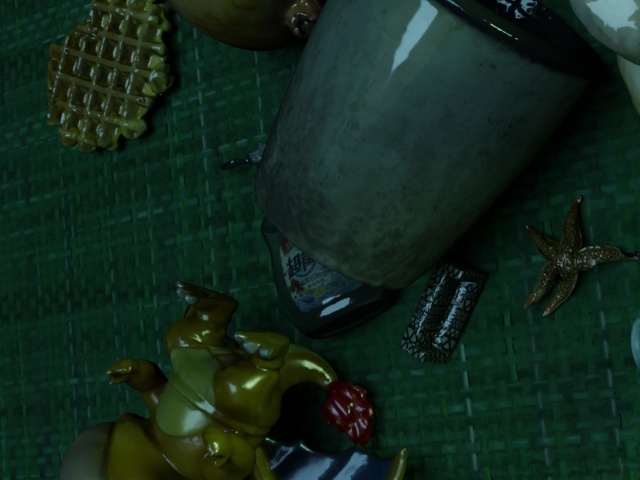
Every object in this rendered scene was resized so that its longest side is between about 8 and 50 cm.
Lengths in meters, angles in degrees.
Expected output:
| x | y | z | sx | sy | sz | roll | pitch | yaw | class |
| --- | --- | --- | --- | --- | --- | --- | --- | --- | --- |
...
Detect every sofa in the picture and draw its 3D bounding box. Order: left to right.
| x | y | z | sx | sy | sz | roll | pitch | yaw | class |
| --- | --- | --- | --- | --- | --- | --- | --- | --- | --- |
| 0.141 | 0.080 | 1.449 | 0.039 | 0.060 | 0.118 | 32 | 105 | 37 | sofa |

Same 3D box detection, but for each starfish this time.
| x | y | z | sx | sy | sz | roll | pitch | yaw | class |
| --- | --- | --- | --- | --- | --- | --- | --- | --- | --- |
| 0.276 | 0.015 | 1.369 | 0.130 | 0.041 | 0.133 | -4 | 84 | 34 | starfish |

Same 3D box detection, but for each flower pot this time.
| x | y | z | sx | sy | sz | roll | pitch | yaw | class |
| --- | --- | --- | --- | --- | --- | --- | --- | --- | --- |
| 0.091 | -0.137 | 1.369 | 0.293 | 0.294 | 0.330 | 47 | 114 | 29 | flower pot |

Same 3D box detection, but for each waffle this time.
| x | y | z | sx | sy | sz | roll | pitch | yaw | class |
| --- | --- | --- | --- | --- | --- | --- | --- | --- | --- |
| -0.308 | -0.251 | 1.809 | 0.253 | 0.056 | 0.249 | -21 | 73 | 34 | waffle |

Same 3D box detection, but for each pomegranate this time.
| x | y | z | sx | sy | sz | roll | pitch | yaw | class |
| --- | --- | --- | --- | --- | --- | --- | --- | --- | --- |
| -0.070 | -0.344 | 1.540 | 0.252 | 0.229 | 0.270 | -40 | 70 | 27 | pomegranate |

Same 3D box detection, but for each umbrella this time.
| x | y | z | sx | sy | sz | roll | pitch | yaw | class |
| --- | --- | --- | --- | --- | --- | --- | --- | --- | --- |
| -0.025 | -0.118 | 1.601 | 0.269 | 0.044 | 0.044 | -14 | 108 | 35 | umbrella |

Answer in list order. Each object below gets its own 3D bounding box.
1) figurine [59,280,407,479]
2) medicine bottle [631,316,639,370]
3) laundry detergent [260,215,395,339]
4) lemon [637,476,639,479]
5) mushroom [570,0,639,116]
| x | y | z | sx | sy | sz | roll | pitch | yaw | class |
| --- | --- | --- | --- | --- | --- | --- | --- | --- | --- |
| -0.127 | 0.274 | 1.503 | 0.401 | 0.268 | 0.387 | 29 | 100 | 30 | figurine |
| 0.432 | 0.107 | 1.224 | 0.258 | 0.079 | 0.124 | -6 | 83 | 36 | medicine bottle |
| 0.000 | 0.000 | 1.551 | 0.144 | 0.078 | 0.221 | -27 | 66 | 14 | laundry detergent |
| 0.402 | 0.296 | 1.088 | 0.336 | 0.336 | 0.336 | -4 | 83 | 36 | lemon |
| 0.411 | -0.201 | 1.120 | 0.325 | 0.353 | 0.353 | 38 | 109 | 11 | mushroom |
